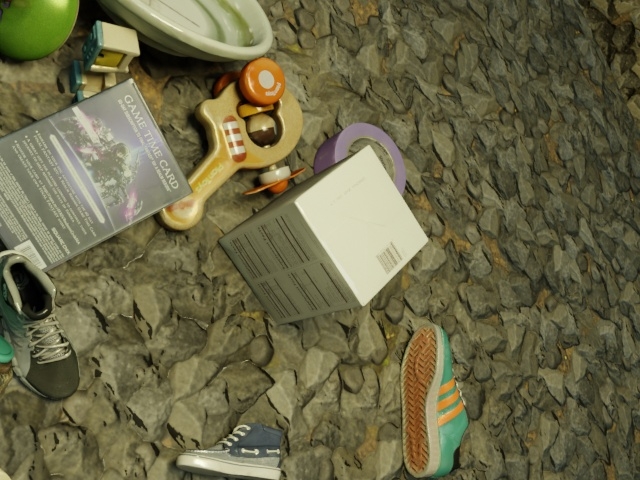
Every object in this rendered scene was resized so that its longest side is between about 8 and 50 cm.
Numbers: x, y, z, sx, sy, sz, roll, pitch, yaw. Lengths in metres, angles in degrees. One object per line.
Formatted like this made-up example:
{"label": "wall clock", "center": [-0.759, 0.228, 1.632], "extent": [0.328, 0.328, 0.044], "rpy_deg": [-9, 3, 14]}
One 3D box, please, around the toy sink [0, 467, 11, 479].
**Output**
{"label": "toy sink", "center": [-0.413, 0.412, 0.698], "extent": [0.234, 0.131, 0.153], "rpy_deg": [-40, 142, -38]}

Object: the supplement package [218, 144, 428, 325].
{"label": "supplement package", "center": [0.000, 0.000, 1.072], "extent": [0.199, 0.262, 0.198], "rpy_deg": [-40, 101, -36]}

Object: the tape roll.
{"label": "tape roll", "center": [0.084, -0.145, 1.293], "extent": [0.189, 0.080, 0.189], "rpy_deg": [11, 70, -32]}

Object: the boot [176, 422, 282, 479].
{"label": "boot", "center": [-0.145, 0.338, 1.000], "extent": [0.190, 0.069, 0.086], "rpy_deg": [25, 56, -37]}

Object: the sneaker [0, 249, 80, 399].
{"label": "sneaker", "center": [-0.383, 0.122, 0.830], "extent": [0.086, 0.132, 0.229], "rpy_deg": [-28, 103, -33]}

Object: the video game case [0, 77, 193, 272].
{"label": "video game case", "center": [-0.354, -0.092, 0.906], "extent": [0.274, 0.026, 0.196], "rpy_deg": [-31, 110, -16]}

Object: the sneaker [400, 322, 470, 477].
{"label": "sneaker", "center": [0.239, 0.324, 1.254], "extent": [0.121, 0.108, 0.302], "rpy_deg": [12, 78, -33]}

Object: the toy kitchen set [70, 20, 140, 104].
{"label": "toy kitchen set", "center": [-0.351, -0.202, 0.941], "extent": [0.122, 0.166, 0.207], "rpy_deg": [-4, 79, -36]}

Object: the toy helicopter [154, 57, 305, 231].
{"label": "toy helicopter", "center": [-0.156, -0.142, 1.114], "extent": [0.235, 0.140, 0.355], "rpy_deg": [50, 64, -24]}

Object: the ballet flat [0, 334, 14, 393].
{"label": "ballet flat", "center": [-0.594, 0.049, 0.718], "extent": [0.182, 0.164, 0.483], "rpy_deg": [-43, 105, -10]}

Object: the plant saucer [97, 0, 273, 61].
{"label": "plant saucer", "center": [-0.271, -0.424, 1.054], "extent": [0.400, 0.100, 0.400], "rpy_deg": [29, 34, -22]}

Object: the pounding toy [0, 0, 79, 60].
{"label": "pounding toy", "center": [-0.472, -0.383, 0.885], "extent": [0.237, 0.183, 0.110], "rpy_deg": [58, 16, 3]}
